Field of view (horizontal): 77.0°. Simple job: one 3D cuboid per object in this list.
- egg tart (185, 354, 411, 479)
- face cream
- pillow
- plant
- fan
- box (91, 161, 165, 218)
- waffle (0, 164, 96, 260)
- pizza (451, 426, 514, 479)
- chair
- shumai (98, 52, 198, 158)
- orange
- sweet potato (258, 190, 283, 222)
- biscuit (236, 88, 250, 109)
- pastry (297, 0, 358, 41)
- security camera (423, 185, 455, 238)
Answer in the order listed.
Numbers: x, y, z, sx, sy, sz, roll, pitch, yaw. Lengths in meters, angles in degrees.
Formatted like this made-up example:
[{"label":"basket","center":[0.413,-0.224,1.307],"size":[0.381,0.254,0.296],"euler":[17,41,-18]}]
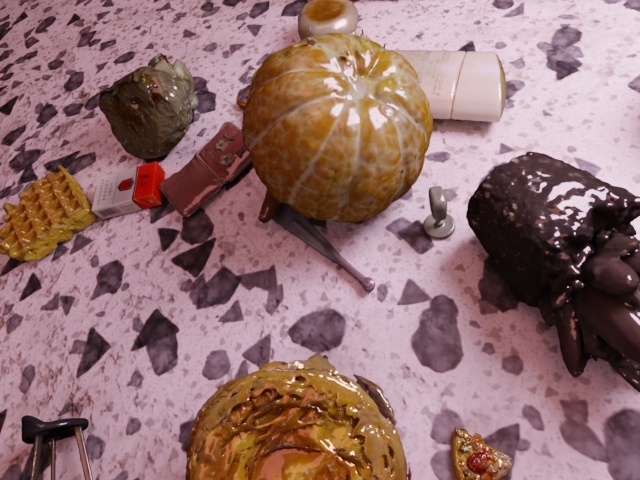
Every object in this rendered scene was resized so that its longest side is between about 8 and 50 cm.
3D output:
[{"label":"egg tart","center":[-0.029,0.297,0.541],"size":[0.298,0.132,0.296],"euler":[-1,72,3]},{"label":"face cream","center":[0.202,-0.328,0.837],"size":[0.349,0.081,0.173],"euler":[11,66,21]},{"label":"pillow","center":[-0.244,-0.158,0.892],"size":[0.232,0.043,0.126],"euler":[-45,61,-10]},{"label":"plant","center":[0.348,0.031,0.545],"size":[0.194,0.181,0.320],"euler":[-31,54,-2]},{"label":"fan","center":[0.000,0.000,0.748],"size":[0.057,0.023,0.282],"euler":[-41,59,-19]},{"label":"box","center":[-0.437,-0.114,0.920],"size":[0.152,0.048,0.100],"euler":[-14,61,10]},{"label":"waffle","center":[-0.662,-0.058,0.945],"size":[0.219,0.057,0.229],"euler":[-42,59,-9]},{"label":"pizza","center":[0.212,0.287,0.527],"size":[0.078,0.025,0.083],"euler":[-12,59,12]},{"label":"chair","center":[-0.400,0.369,0.622],"size":[0.095,0.104,0.221],"euler":[-14,60,-23]},{"label":"shumai","center":[-0.387,-0.330,0.974],"size":[0.256,0.189,0.218],"euler":[0,43,33]},{"label":"orange","center":[0.031,-0.192,0.691],"size":[0.330,0.249,0.328],"euler":[4,69,-11]},{"label":"sweet potato","center":[-0.070,-0.148,0.818],"size":[0.075,0.074,0.269],"euler":[15,68,23]},{"label":"biscuit","center":[-0.110,-0.330,0.957],"size":[0.184,0.043,0.280],"euler":[-19,56,9]},{"label":"pastry","center":[0.018,-0.533,0.998],"size":[0.157,0.092,0.156],"euler":[-6,64,12]},{"label":"security camera","center":[0.201,-0.049,0.677],"size":[0.058,0.092,0.058],"euler":[-7,59,11]}]
